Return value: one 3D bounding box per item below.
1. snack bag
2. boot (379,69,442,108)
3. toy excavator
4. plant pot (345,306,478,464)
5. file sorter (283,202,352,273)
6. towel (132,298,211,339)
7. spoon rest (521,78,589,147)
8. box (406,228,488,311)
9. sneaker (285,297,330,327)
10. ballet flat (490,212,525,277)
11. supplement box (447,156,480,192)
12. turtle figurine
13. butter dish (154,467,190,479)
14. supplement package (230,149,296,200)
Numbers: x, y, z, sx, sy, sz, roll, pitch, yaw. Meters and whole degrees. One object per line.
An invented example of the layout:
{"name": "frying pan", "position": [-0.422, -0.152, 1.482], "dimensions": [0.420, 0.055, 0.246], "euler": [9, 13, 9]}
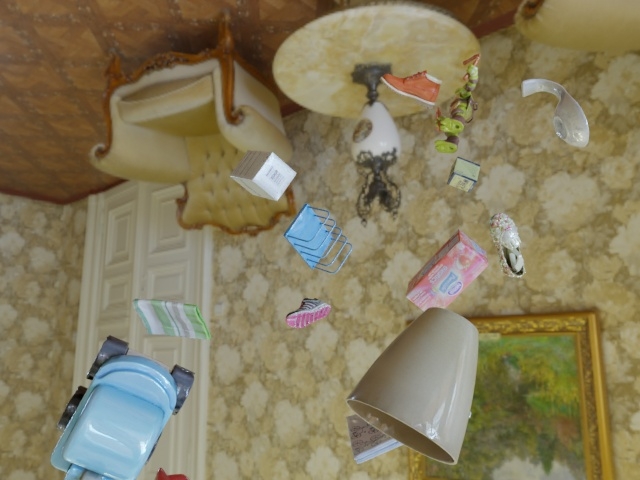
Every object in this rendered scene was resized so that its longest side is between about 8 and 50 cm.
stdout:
{"name": "snack bag", "position": [0.241, 0.503, 1.613], "dimensions": [0.342, 0.037, 0.323], "euler": [-22, -179, 1]}
{"name": "boot", "position": [0.234, -0.408, 1.454], "dimensions": [0.158, 0.085, 0.059], "euler": [21, -153, -5]}
{"name": "toy excavator", "position": [-0.460, 0.465, 1.138], "dimensions": [0.222, 0.433, 0.445], "euler": [29, -173, -12]}
{"name": "plant pot", "position": [0.230, 0.291, 1.223], "dimensions": [0.256, 0.274, 0.256], "euler": [27, 159, 12]}
{"name": "file sorter", "position": [0.000, 0.000, 1.612], "dimensions": [0.104, 0.118, 0.170], "euler": [17, 155, 40]}
{"name": "towel", "position": [-0.318, 0.171, 1.205], "dimensions": [0.152, 0.023, 0.113], "euler": [4, 136, 17]}
{"name": "spoon rest", "position": [0.661, -0.364, 1.556], "dimensions": [0.084, 0.276, 0.137], "euler": [-25, 139, 2]}
{"name": "box", "position": [0.471, 0.126, 2.111], "dimensions": [0.142, 0.300, 0.154], "euler": [39, -159, -1]}
{"name": "sneaker", "position": [-0.051, 0.227, 1.809], "dimensions": [0.170, 0.063, 0.075], "euler": [-15, -143, -37]}
{"name": "ballet flat", "position": [0.580, 0.020, 1.715], "dimensions": [0.091, 0.241, 0.077], "euler": [-33, -145, -7]}
{"name": "supplement box", "position": [0.472, -0.217, 1.859], "dimensions": [0.083, 0.083, 0.056], "euler": [21, 145, 1]}
{"name": "turtle figurine", "position": [0.350, -0.323, 1.449], "dimensions": [0.087, 0.217, 0.269], "euler": [25, 145, -2]}
{"name": "butter dish", "position": [-0.343, 0.654, 1.397], "dimensions": [0.118, 0.160, 0.160], "euler": [-5, -145, -45]}
{"name": "supplement package", "position": [-0.174, -0.197, 1.686], "dimensions": [0.105, 0.105, 0.179], "euler": [39, 170, -30]}
